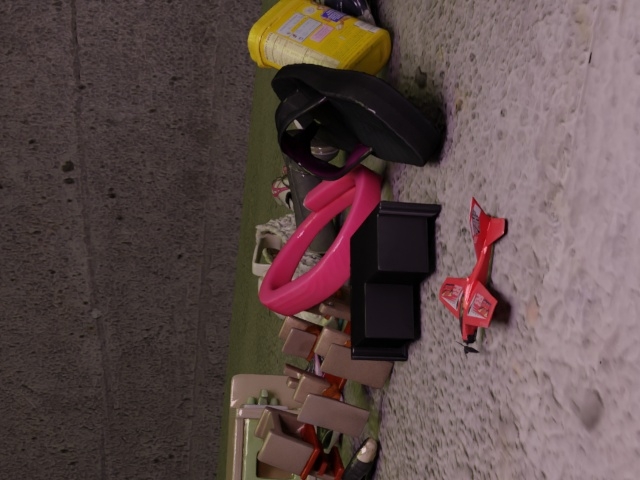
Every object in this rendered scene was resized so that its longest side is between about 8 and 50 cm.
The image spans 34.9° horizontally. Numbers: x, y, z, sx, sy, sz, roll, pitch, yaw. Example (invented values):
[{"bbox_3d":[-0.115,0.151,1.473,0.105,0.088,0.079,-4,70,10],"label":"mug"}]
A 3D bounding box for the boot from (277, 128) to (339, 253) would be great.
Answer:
[{"bbox_3d":[-0.007,-0.076,1.691,0.189,0.076,0.208,-152,53,-66],"label":"boot"}]

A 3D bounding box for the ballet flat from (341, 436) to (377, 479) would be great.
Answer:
[{"bbox_3d":[0.054,0.336,1.394,0.057,0.049,0.173,-40,-30,-51],"label":"ballet flat"}]

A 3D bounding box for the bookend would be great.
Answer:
[{"bbox_3d":[0.086,0.051,1.195,0.157,0.072,0.156,124,147,-70],"label":"bookend"}]

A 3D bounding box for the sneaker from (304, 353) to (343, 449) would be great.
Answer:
[{"bbox_3d":[-0.005,0.243,1.631,0.072,0.077,0.178,137,135,-78],"label":"sneaker"}]

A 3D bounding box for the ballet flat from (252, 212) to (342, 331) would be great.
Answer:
[{"bbox_3d":[-0.055,0.070,1.835,0.409,0.147,0.147,-110,25,-65],"label":"ballet flat"}]

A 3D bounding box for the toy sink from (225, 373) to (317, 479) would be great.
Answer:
[{"bbox_3d":[-0.088,0.360,1.850,0.131,0.153,0.234,137,137,-76],"label":"toy sink"}]

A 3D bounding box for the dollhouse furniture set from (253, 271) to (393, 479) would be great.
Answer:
[{"bbox_3d":[0.015,0.206,1.451,0.262,0.135,0.259,-114,46,-69],"label":"dollhouse furniture set"}]

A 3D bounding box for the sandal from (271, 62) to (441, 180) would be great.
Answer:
[{"bbox_3d":[0.009,-0.145,1.315,0.107,0.167,0.446,-51,15,-4],"label":"sandal"}]

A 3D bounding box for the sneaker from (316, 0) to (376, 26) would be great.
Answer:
[{"bbox_3d":[0.025,-0.400,1.572,0.153,0.094,0.235,-122,11,-76],"label":"sneaker"}]

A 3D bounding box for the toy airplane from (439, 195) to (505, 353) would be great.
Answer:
[{"bbox_3d":[0.148,0.034,0.969,0.151,0.028,0.151,-176,90,-79],"label":"toy airplane"}]

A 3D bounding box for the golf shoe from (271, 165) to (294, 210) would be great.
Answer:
[{"bbox_3d":[-0.065,-0.097,2.140,0.186,0.067,0.086,125,146,-71],"label":"golf shoe"}]

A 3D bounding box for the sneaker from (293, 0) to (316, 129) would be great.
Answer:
[{"bbox_3d":[0.023,-0.315,1.697,0.124,0.107,0.283,-163,72,-65],"label":"sneaker"}]

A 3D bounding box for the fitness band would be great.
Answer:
[{"bbox_3d":[0.000,0.000,1.451,0.291,0.054,0.209,-33,30,58],"label":"fitness band"}]

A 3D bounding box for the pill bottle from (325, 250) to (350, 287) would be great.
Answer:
[{"bbox_3d":[0.027,0.059,1.614,0.043,0.043,0.083,-161,76,-80],"label":"pill bottle"}]

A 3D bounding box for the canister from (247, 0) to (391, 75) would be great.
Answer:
[{"bbox_3d":[0.000,-0.277,1.450,0.126,0.170,0.073,-46,-32,-24],"label":"canister"}]
